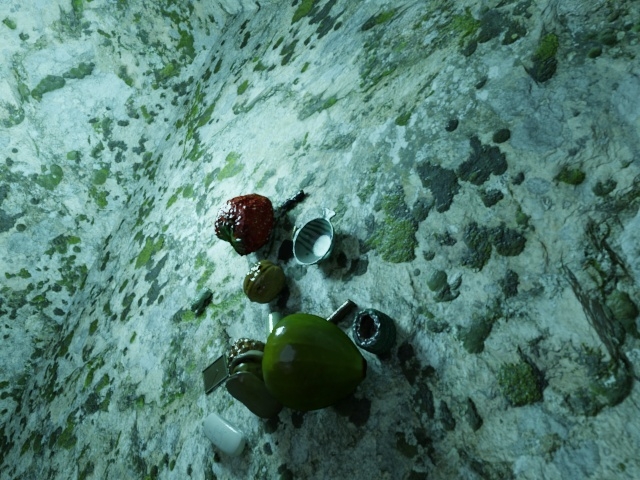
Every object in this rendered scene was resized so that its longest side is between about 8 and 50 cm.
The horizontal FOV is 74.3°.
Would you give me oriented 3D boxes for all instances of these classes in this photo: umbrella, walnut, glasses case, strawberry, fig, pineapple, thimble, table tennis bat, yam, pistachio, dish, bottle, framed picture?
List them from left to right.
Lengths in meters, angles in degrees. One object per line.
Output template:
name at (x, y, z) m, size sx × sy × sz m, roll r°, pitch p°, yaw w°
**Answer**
umbrella at (-0.578, 0.285, 2.029) m, size 0.067 × 0.062 × 0.143 m, roll 40°, pitch 97°, yaw 16°
framed picture at (-0.445, 0.561, 1.782) m, size 0.149 × 0.011 × 0.109 m, roll -41°, pitch 45°, yaw 19°
glasses case at (-0.361, 0.723, 1.577) m, size 0.234 × 0.059 × 0.092 m, roll 11°, pitch 74°, yaw 44°
pineapple at (-0.278, 0.465, 1.580) m, size 0.166 × 0.166 × 0.192 m, roll -6°, pitch 63°, yaw 41°
strawberry at (-0.317, -0.090, 1.876) m, size 0.239 × 0.250 × 0.288 m, roll -3°, pitch 40°, yaw 48°
pistachio at (-0.210, 0.485, 1.422) m, size 0.198 × 0.287 × 0.166 m, roll -17°, pitch 35°, yaw 17°
walnut at (-0.229, 0.173, 1.705) m, size 0.184 × 0.155 × 0.155 m, roll -53°, pitch 43°, yaw -1°
bottle at (-0.163, 0.360, 1.559) m, size 0.072 × 0.072 × 0.201 m, roll -41°, pitch 32°, yaw 19°
table tennis bat at (-0.134, 0.012, 1.801) m, size 0.087 × 0.013 × 0.156 m, roll 15°, pitch 79°, yaw 47°
umbrella at (-0.130, -0.178, 1.884) m, size 0.144 × 0.037 × 0.040 m, roll -32°, pitch 28°, yaw 25°
fig at (-0.013, 0.375, 1.302) m, size 0.316 × 0.316 × 0.315 m, roll -21°, pitch 54°, yaw 33°
yam at (-0.002, 0.324, 1.483) m, size 0.327 × 0.045 × 0.045 m, roll -46°, pitch 67°, yaw 13°
dish at (0.000, 0.000, 1.636) m, size 0.224 × 0.078 × 0.246 m, roll 30°, pitch 90°, yaw 47°
thimble at (0.166, 0.282, 1.317) m, size 0.119 × 0.090 × 0.135 m, roll -23°, pitch 51°, yaw 29°
